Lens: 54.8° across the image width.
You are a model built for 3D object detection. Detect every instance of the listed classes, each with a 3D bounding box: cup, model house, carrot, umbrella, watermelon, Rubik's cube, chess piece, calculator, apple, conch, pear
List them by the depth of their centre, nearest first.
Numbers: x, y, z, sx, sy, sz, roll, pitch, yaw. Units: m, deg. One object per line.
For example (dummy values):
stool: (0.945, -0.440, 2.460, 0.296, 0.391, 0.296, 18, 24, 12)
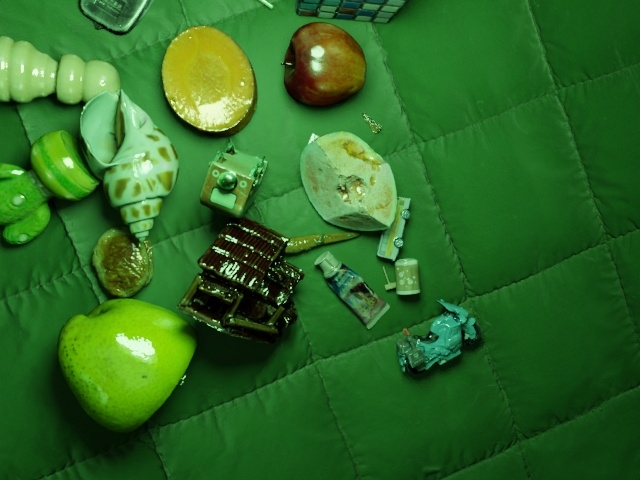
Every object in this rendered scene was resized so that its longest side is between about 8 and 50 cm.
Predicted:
conch: (-0.495, -0.195, 1.603, 0.249, 0.197, 0.368, -1, 63, -34)
chess piece: (-0.679, -0.424, 1.613, 0.299, 0.167, 0.167, 5, 92, -17)
pear: (-0.532, 0.304, 1.622, 0.318, 0.238, 0.342, 41, 85, -18)
model house: (-0.171, 0.105, 1.643, 0.317, 0.297, 0.283, 29, 93, -8)
Rubik's cube: (0.092, -0.773, 1.652, 0.292, 0.287, 0.292, 1, 93, -9)
calculator: (-0.538, -0.689, 1.675, 0.177, 0.040, 0.268, 29, 92, -8)
apple: (0.004, -0.471, 1.689, 0.233, 0.234, 0.234, 0, 93, -10)
carrot: (-0.302, -0.439, 1.695, 0.258, 0.100, 0.308, -16, 93, -12)
watermelon: (0.077, -0.174, 1.753, 0.175, 0.188, 0.322, -42, 111, -32)
carrot: (0.000, 0.000, 1.799, 0.254, 0.049, 0.049, -11, 94, -14)
umbrella: (0.152, -0.345, 1.819, 0.083, 0.020, 0.031, 43, 124, -9)
cup: (0.246, 0.106, 1.839, 0.074, 0.102, 0.099, -6, 93, -48)

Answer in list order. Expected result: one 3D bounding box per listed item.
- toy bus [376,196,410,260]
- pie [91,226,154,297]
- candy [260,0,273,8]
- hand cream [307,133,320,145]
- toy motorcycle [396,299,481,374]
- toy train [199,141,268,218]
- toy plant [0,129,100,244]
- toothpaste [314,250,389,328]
toy bus: (0.216, -0.037, 1.824, 0.075, 0.064, 0.191, 12, 90, 2)
pie: (-0.538, 0.059, 1.688, 0.163, 0.079, 0.194, -10, 94, -6)
candy: (-0.253, -0.729, 1.706, 0.287, 0.078, 0.084, 29, 104, -14)
hand cream: (0.066, -0.247, 1.803, 0.216, 0.038, 0.052, 20, 62, -7)
toy motorcycle: (0.343, 0.281, 1.832, 0.272, 0.123, 0.182, -28, 107, -8)
toy train: (-0.226, -0.154, 1.615, 0.129, 0.326, 0.160, 19, 105, -3)
toy plant: (-0.751, -0.138, 1.601, 0.315, 0.184, 0.224, -34, 116, 3)
toothpaste: (0.091, 0.142, 1.818, 0.096, 0.061, 0.266, -45, 105, -6)
